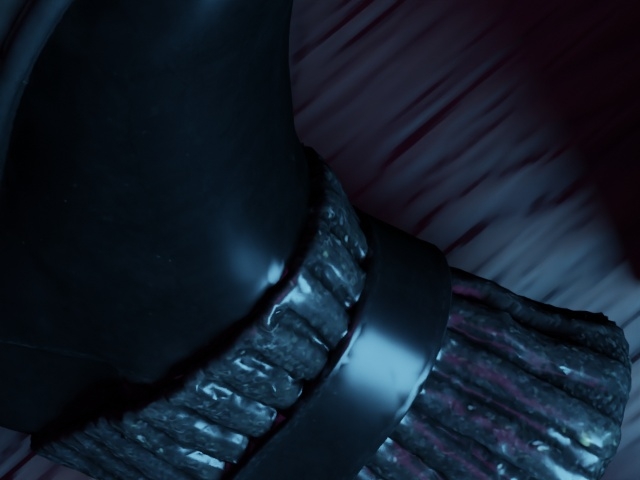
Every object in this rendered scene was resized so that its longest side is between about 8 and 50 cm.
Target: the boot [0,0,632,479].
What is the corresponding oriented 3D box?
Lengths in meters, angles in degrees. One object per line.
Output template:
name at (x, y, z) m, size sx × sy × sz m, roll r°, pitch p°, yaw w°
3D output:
boot at (0.001, -0.002, 0.671) m, size 0.260 × 0.348 × 0.131 m, roll 30°, pitch 50°, yaw -3°
